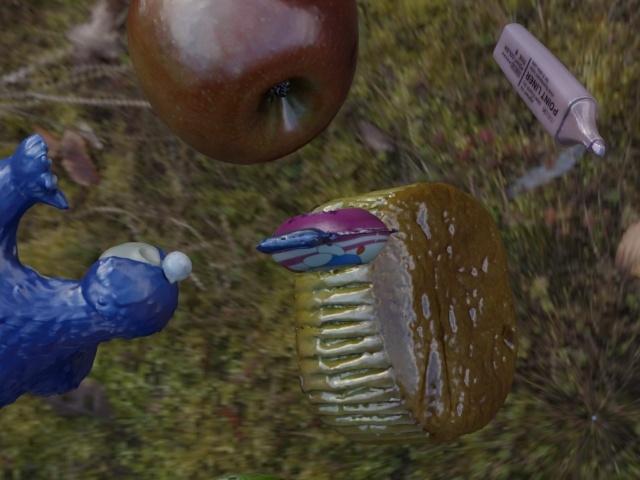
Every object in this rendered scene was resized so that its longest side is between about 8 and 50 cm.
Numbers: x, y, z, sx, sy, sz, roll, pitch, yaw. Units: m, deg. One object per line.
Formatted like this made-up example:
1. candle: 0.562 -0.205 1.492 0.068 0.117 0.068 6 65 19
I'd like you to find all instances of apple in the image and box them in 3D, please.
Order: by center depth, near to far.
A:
1. apple: -0.053 -0.154 1.273 0.181 0.181 0.168 -37 51 4

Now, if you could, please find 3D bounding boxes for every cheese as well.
1. cheese: 0.000 0.000 1.113 0.095 0.145 0.038 -10 87 16

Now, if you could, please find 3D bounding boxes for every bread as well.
1. bread: 0.083 0.071 1.663 0.142 0.227 0.253 -12 82 39

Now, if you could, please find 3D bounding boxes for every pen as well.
1. pen: 0.207 -0.129 1.528 0.032 0.197 0.053 7 121 -28

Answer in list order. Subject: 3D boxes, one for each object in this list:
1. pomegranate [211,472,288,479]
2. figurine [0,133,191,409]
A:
1. pomegranate: -0.103 0.305 1.391 0.302 0.236 0.236 6 84 -24
2. figurine: -0.201 0.050 1.059 0.262 0.164 0.120 -21 41 34
